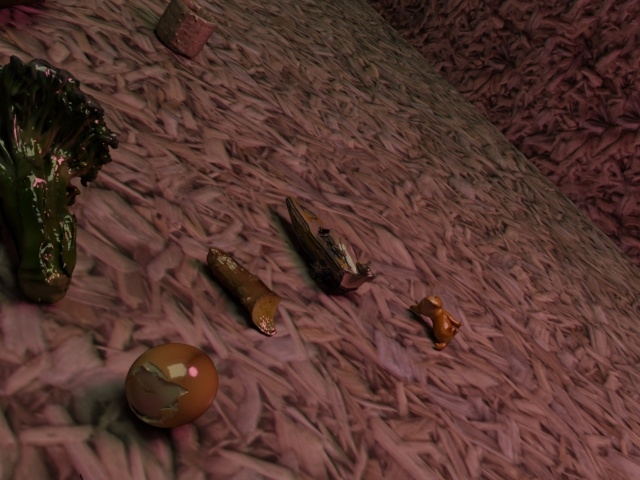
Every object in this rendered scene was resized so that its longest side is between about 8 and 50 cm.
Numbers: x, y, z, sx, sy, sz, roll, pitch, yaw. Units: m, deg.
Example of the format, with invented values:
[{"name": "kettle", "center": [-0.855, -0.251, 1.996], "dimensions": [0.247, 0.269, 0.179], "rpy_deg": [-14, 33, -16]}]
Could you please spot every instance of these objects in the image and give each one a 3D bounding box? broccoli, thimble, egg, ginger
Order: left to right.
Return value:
[{"name": "broccoli", "center": [-0.327, -0.079, 0.862], "dimensions": [0.198, 0.177, 0.275], "rpy_deg": [31, 36, -27]}, {"name": "egg", "center": [-0.138, 0.136, 0.785], "dimensions": [0.080, 0.080, 0.096], "rpy_deg": [43, 28, 15]}, {"name": "thimble", "center": [-0.272, -0.432, 1.653], "dimensions": [0.102, 0.090, 0.115], "rpy_deg": [30, 22, -23]}, {"name": "ginger", "center": [-0.093, 0.060, 1.041], "dimensions": [0.057, 0.044, 0.137], "rpy_deg": [-22, 58, -43]}]

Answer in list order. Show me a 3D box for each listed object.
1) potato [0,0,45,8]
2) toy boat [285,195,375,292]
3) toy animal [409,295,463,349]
[{"name": "potato", "center": [-0.493, -0.457, 1.323], "dimensions": [0.165, 0.165, 0.262], "rpy_deg": [26, 19, -22]}, {"name": "toy boat", "center": [0.000, 0.000, 1.251], "dimensions": [0.084, 0.066, 0.210], "rpy_deg": [10, 34, -49]}, {"name": "toy animal", "center": [0.178, 0.125, 1.292], "dimensions": [0.083, 0.060, 0.081], "rpy_deg": [40, 60, 8]}]
